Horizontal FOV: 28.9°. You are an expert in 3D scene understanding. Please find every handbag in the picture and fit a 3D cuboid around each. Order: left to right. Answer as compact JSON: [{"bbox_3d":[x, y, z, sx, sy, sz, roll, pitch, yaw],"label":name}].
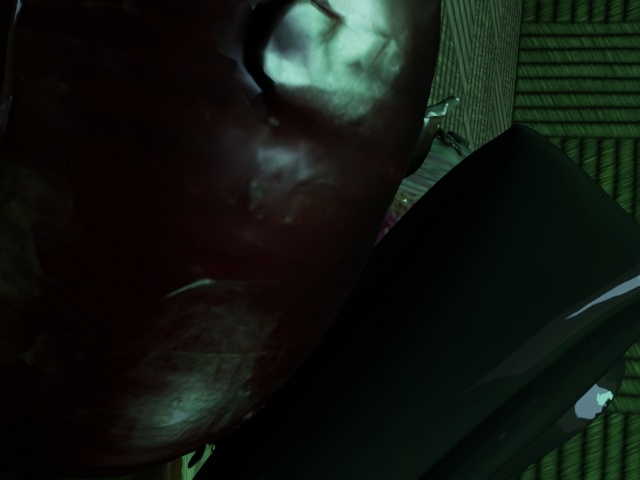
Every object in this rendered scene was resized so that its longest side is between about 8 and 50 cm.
[{"bbox_3d":[0.022,0.101,0.559,0.257,0.113,0.285,-43,170,-17],"label":"handbag"}]

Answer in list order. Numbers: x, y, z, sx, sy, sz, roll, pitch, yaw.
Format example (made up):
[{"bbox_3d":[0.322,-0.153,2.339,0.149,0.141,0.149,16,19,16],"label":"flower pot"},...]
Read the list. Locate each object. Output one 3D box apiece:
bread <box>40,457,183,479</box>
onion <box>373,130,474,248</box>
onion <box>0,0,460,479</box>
[{"bbox_3d":[-0.127,0.202,0.675,0.188,0.068,0.125,-69,156,-51],"label":"bread"},{"bbox_3d":[0.016,0.020,0.933,0.230,0.272,0.256,-33,121,-41],"label":"onion"},{"bbox_3d":[-0.067,-0.060,0.462,0.232,0.314,0.314,18,69,-30],"label":"onion"}]
